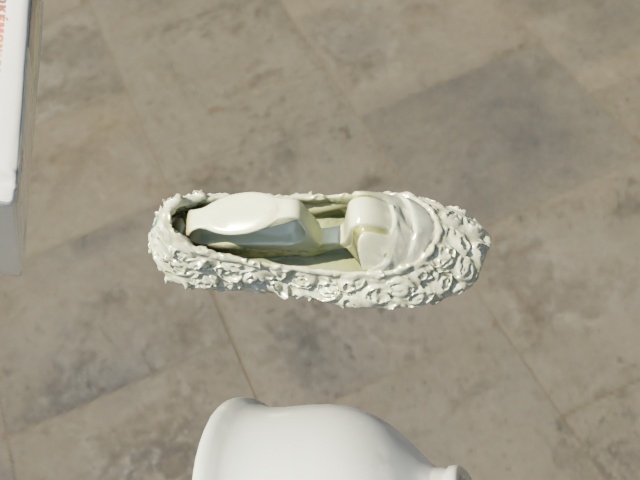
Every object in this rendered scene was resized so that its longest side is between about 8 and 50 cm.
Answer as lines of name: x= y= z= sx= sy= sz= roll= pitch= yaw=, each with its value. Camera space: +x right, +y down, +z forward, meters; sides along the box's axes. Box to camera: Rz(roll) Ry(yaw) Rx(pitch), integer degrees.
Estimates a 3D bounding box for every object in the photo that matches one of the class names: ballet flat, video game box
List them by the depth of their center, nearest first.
video game box: x=-0.185 y=-0.088 z=0.614 sx=0.048 sy=0.205 sz=0.187 roll=6 pitch=76 yaw=-13
ballet flat: x=0.000 y=0.000 z=1.240 sx=0.409 sy=0.147 sz=0.147 roll=-1 pitch=45 yaw=0

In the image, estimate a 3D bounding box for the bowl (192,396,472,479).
bowl: x=0.043 y=0.223 z=0.662 sx=0.134 sy=0.298 sz=0.298 roll=-19 pitch=44 yaw=11
